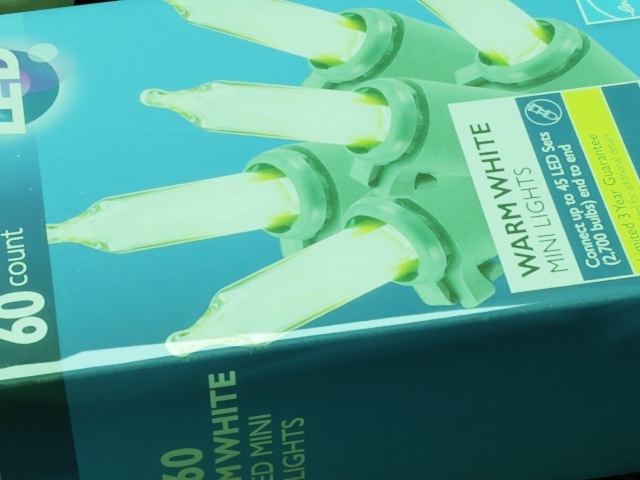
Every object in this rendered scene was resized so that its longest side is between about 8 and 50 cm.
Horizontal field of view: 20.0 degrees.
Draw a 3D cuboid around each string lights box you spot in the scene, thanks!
[{"bbox_3d":[0.000,0.000,0.477,0.260,0.076,0.133,-8,47,-8],"label":"string lights box"}]

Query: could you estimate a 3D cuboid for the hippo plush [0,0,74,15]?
[{"bbox_3d":[-0.076,-0.205,0.693,0.294,0.234,0.236,47,24,20],"label":"hippo plush"}]
